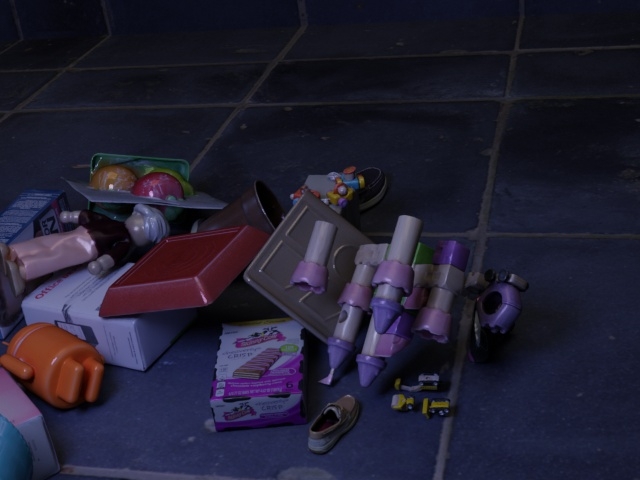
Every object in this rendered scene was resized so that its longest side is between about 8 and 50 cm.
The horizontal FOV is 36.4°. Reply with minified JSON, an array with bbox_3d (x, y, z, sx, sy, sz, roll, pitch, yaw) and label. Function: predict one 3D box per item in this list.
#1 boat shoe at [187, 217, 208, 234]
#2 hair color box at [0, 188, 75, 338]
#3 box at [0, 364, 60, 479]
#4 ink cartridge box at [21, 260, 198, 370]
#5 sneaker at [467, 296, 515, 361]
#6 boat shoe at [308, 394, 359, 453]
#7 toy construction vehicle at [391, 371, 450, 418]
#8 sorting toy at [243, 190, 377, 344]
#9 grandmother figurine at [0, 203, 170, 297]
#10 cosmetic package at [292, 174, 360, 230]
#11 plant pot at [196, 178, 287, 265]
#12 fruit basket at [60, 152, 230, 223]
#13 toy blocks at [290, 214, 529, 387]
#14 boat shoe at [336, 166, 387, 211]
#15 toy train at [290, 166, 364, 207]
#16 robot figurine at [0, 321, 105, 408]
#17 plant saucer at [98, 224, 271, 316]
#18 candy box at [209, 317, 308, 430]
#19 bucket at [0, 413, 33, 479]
[{"bbox_3d":[-0.279,0.029,2.104,0.095,0.095,0.257,-27,18,11],"label":"boat shoe"},{"bbox_3d":[-0.650,0.043,2.079,0.105,0.174,0.347,3,31,15],"label":"hair color box"},{"bbox_3d":[-0.555,0.314,1.612,0.148,0.127,0.232,-26,34,-29],"label":"box"},{"bbox_3d":[-0.411,0.136,1.910,0.272,0.115,0.198,7,31,26],"label":"ink cartridge box"},{"bbox_3d":[0.313,0.152,1.759,0.077,0.072,0.178,11,38,9],"label":"sneaker"},{"bbox_3d":[0.023,0.292,1.595,0.050,0.045,0.135,8,32,26],"label":"boat shoe"},{"bbox_3d":[0.170,0.263,1.631,0.098,0.035,0.086,-4,40,13],"label":"toy construction vehicle"},{"bbox_3d":[0.032,0.080,1.813,0.229,0.307,0.041,-55,8,-25],"label":"sorting toy"},{"bbox_3d":[-0.467,0.004,1.957,0.342,0.104,0.208,-17,53,-27],"label":"grandmother figurine"},{"bbox_3d":[0.000,0.000,2.015,0.113,0.160,0.309,2,31,14],"label":"cosmetic package"},{"bbox_3d":[-0.160,-0.017,2.063,0.165,0.167,0.167,-30,26,13],"label":"plant pot"},{"bbox_3d":[-0.396,-0.095,2.204,0.327,0.166,0.353,2,15,-26],"label":"fruit basket"},{"bbox_3d":[0.133,0.135,1.653,0.288,0.309,0.260,-3,65,52],"label":"toy blocks"},{"bbox_3d":[0.062,-0.116,2.275,0.102,0.092,0.285,16,36,36],"label":"boat shoe"},{"bbox_3d":[0.018,-0.116,2.009,0.125,0.046,0.166,14,34,29],"label":"toy train"},{"bbox_3d":[-0.481,0.224,1.761,0.219,0.128,0.158,20,47,39],"label":"robot figurine"},{"bbox_3d":[-0.254,0.047,1.803,0.259,0.048,0.258,-7,25,29],"label":"plant saucer"},{"bbox_3d":[-0.103,0.229,1.713,0.159,0.071,0.233,-6,28,2],"label":"candy box"},{"bbox_3d":[-0.550,0.367,1.377,0.281,0.281,0.183,-5,28,6],"label":"bucket"}]
